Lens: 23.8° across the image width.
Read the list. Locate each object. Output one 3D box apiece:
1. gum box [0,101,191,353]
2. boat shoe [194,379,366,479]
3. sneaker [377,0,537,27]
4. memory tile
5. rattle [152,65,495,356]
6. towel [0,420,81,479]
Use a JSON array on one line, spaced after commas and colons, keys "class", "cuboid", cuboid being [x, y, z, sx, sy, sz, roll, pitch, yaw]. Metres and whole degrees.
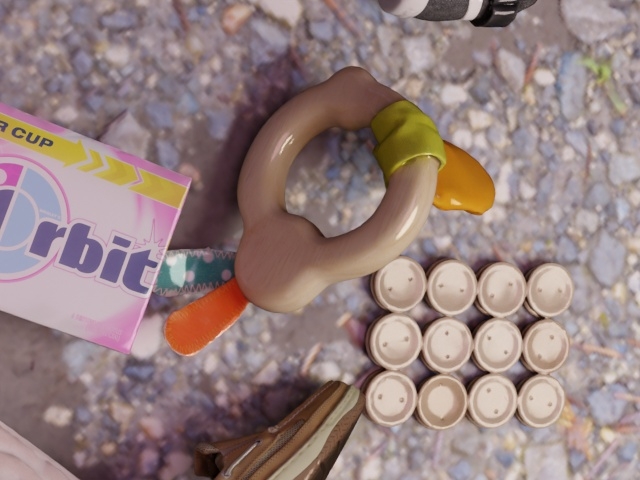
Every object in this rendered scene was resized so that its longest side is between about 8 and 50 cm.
[{"class": "gum box", "cuboid": [-0.181, -0.018, 0.851, 0.188, 0.062, 0.107, 21, 83, -21]}, {"class": "boat shoe", "cuboid": [-0.042, 0.137, 0.890, 0.072, 0.068, 0.190, 30, 43, 13]}, {"class": "sneaker", "cuboid": [0.106, -0.242, 0.958, 0.121, 0.079, 0.217, 5, 98, -25]}, {"class": "memory tile", "cuboid": [0.097, 0.068, 0.990, 0.148, 0.012, 0.113, 3, 90, -22]}, {"class": "rattle", "cuboid": [0.000, 0.000, 0.942, 0.130, 0.143, 0.199, 38, 93, 14]}, {"class": "towel", "cuboid": [-0.128, 0.238, 0.749, 0.317, 0.332, 0.053, 41, 108, -18]}]
